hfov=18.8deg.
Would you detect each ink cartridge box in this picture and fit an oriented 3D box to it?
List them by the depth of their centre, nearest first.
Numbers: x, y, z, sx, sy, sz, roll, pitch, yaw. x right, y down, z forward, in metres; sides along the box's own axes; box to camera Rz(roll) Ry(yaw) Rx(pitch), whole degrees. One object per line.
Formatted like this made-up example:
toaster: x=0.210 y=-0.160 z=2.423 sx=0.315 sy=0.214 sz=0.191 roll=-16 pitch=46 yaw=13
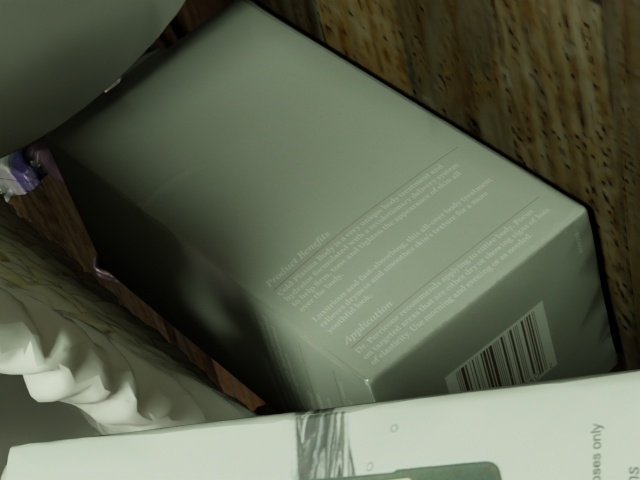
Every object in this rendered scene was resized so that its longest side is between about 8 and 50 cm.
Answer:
ink cartridge box: x=0.061 y=0.140 z=0.654 sx=0.289 sy=0.122 sz=0.211 roll=-9 pitch=153 yaw=24

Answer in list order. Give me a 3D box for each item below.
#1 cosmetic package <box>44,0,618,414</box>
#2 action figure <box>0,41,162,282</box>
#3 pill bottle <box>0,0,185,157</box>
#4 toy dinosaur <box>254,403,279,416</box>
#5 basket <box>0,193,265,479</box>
cosmetic package: x=0.000 y=0.000 z=0.853 sx=0.238 sy=0.127 sz=0.107 roll=36 pitch=155 yaw=43
action figure: x=-0.134 y=-0.057 z=1.104 sx=0.285 sy=0.099 sz=0.185 roll=17 pitch=134 yaw=54
pill bottle: x=-0.235 y=-0.232 z=0.829 sx=0.408 sy=0.229 sz=0.229 roll=48 pitch=160 yaw=15
toy dinosaur: x=0.066 y=0.148 z=0.954 sx=0.295 sy=0.127 sz=0.200 roll=22 pitch=-173 yaw=14
basket: x=-0.231 y=0.115 z=0.788 sx=0.266 sy=0.331 sz=0.328 roll=41 pitch=-176 yaw=35
